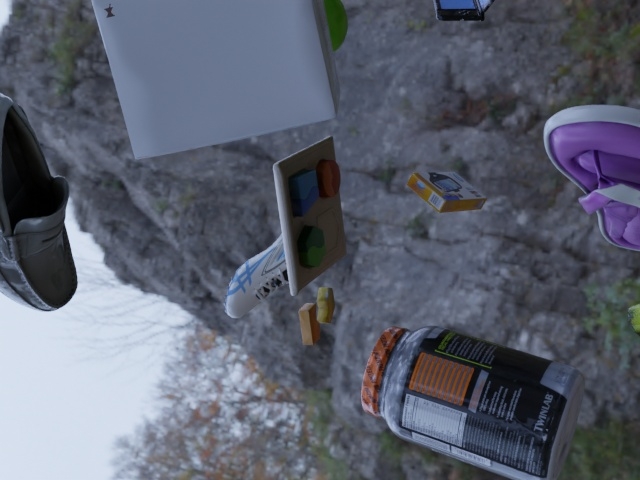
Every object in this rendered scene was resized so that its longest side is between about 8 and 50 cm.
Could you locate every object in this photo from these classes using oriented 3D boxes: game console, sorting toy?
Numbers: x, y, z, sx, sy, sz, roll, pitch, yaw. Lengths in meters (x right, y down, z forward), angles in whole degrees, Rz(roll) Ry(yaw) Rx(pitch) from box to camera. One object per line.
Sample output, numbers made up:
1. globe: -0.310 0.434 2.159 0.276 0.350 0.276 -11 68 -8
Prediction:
1. game console: 0.228 -0.392 1.386 0.122 0.107 0.071 -87 -3 -54
2. sorting toy: 0.000 0.000 1.475 0.229 0.041 0.308 -40 -54 -60

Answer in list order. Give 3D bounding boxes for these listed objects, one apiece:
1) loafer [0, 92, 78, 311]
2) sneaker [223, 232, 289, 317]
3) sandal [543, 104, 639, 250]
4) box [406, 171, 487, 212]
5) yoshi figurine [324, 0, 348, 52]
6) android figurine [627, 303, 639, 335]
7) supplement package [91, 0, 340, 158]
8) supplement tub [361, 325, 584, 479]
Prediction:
1. loafer: -0.328 -0.031 0.989 0.320 0.111 0.112 77 -154 -48
2. sneaker: -0.090 0.062 1.735 0.237 0.086 0.085 -46 -42 -7
3. sandal: 0.405 -0.050 1.157 0.416 0.169 0.102 33 -122 -52
4. box: 0.214 -0.081 1.491 0.136 0.081 0.028 -8 -47 -45
5. yoshi figurine: -0.060 -0.363 1.325 0.203 0.203 0.362 59 -169 13
6. android figurine: 0.534 0.103 1.123 0.056 0.272 0.248 -29 -83 -52
7. supplement package: -0.087 -0.183 0.882 0.203 0.194 0.149 -80 -21 -75
8. supplement tub: 0.237 0.250 1.423 0.193 0.315 0.194 -42 -39 -48
